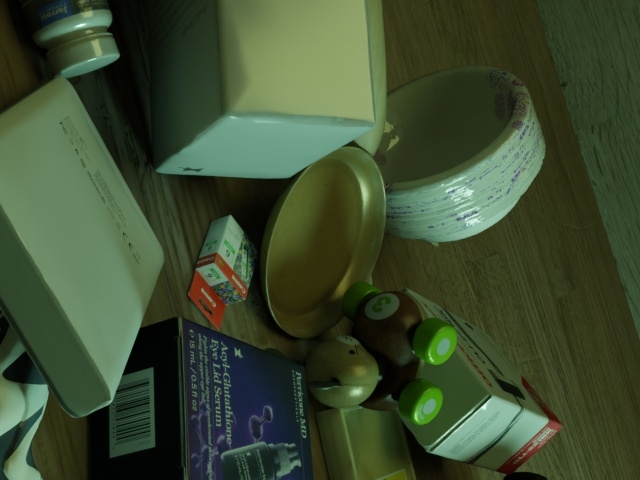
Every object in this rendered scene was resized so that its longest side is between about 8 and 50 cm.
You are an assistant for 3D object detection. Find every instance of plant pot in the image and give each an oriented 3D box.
[{"bbox_3d":[0.000,0.000,1.232,0.236,0.032,0.236,-31,130,-46],"label":"plant pot"}]

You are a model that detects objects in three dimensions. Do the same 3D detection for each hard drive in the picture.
[{"bbox_3d":[-0.203,-0.014,0.829,0.307,0.040,0.203,-93,157,-72],"label":"hard drive"}]

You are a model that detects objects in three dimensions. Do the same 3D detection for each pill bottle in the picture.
[{"bbox_3d":[-0.241,-0.226,0.964,0.078,0.078,0.137,-27,97,-63],"label":"pill bottle"}]

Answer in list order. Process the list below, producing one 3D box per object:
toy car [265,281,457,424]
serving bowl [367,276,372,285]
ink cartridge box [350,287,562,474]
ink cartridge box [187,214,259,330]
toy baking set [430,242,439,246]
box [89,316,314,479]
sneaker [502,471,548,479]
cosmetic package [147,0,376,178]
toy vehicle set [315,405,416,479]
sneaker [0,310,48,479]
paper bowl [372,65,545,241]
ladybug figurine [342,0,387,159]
[{"bbox_3d":[0.034,0.135,1.198,0.188,0.155,0.149,-2,109,-41],"label":"toy car"},{"bbox_3d":[0.038,0.048,1.386,0.083,0.027,0.083,41,39,-45],"label":"serving bowl"},{"bbox_3d":[0.187,0.196,1.401,0.273,0.114,0.197,28,21,-54],"label":"ink cartridge box"},{"bbox_3d":[-0.104,0.034,1.119,0.063,0.029,0.115,54,31,-33],"label":"ink cartridge box"},{"bbox_3d":[0.143,-0.104,1.678,0.196,0.030,0.256,-25,96,-64],"label":"toy baking set"},{"bbox_3d":[-0.104,0.175,0.944,0.207,0.108,0.153,29,49,-54],"label":"box"},{"bbox_3d":[0.233,0.453,1.311,0.483,0.185,0.202,-54,141,-70],"label":"sneaker"},{"bbox_3d":[-0.074,-0.308,1.048,0.161,0.230,0.454,1,81,-24],"label":"cosmetic package"},{"bbox_3d":[0.076,0.331,1.272,0.166,0.035,0.267,7,68,-61],"label":"toy vehicle set"},{"bbox_3d":[-0.264,0.108,0.694,0.153,0.094,0.235,24,62,-67],"label":"sneaker"},{"bbox_3d":[0.179,-0.111,1.467,0.148,0.284,0.284,60,28,-34],"label":"paper bowl"},{"bbox_3d":[-0.011,-0.315,1.304,0.305,0.161,0.450,87,-1,-80],"label":"ladybug figurine"}]
